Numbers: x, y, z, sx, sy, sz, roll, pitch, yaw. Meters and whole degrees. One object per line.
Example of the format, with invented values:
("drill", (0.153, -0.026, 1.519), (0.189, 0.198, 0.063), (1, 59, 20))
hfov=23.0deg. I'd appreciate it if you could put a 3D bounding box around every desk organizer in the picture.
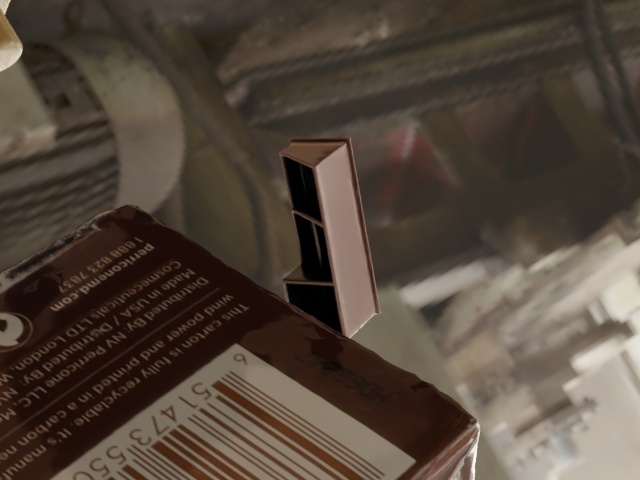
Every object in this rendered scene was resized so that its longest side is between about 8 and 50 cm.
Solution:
("desk organizer", (0.000, 0.000, 1.064), (0.047, 0.130, 0.050), (2, -156, 29))

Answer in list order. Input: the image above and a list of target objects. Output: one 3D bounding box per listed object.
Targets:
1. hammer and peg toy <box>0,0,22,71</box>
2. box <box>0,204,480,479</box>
("hammer and peg toy", (-0.256, -0.206, 1.066), (0.361, 0.127, 0.266), (-22, 161, -36))
("box", (-0.064, 0.134, 0.538), (0.168, 0.167, 0.203), (-36, 142, -36))
